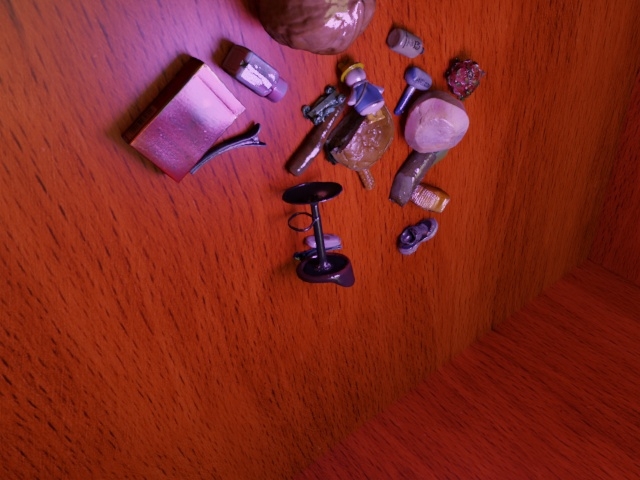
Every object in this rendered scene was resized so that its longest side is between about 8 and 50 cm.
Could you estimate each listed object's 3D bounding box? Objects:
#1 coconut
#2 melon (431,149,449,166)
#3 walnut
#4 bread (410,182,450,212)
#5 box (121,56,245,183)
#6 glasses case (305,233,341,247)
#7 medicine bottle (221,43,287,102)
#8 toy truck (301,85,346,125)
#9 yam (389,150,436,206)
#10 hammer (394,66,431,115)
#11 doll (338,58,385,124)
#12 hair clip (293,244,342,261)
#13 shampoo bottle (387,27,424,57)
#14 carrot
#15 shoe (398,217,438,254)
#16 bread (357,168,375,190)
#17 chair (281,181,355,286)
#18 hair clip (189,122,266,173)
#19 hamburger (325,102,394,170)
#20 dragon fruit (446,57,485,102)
[{"bbox_3d":[0.454,-0.469,2.023,0.259,0.259,0.259,-21,130,-28],"label":"coconut"},{"bbox_3d":[0.483,-0.347,2.268,0.262,0.053,0.114,-44,155,-1],"label":"melon"},{"bbox_3d":[-0.004,-0.667,1.416,0.306,0.344,0.306,-15,117,-32],"label":"walnut"},{"bbox_3d":[0.496,-0.198,2.302,0.190,0.132,0.114,13,110,-48],"label":"bread"},{"bbox_3d":[-0.396,-0.349,1.494,0.313,0.089,0.197,-48,135,-2],"label":"box"},{"bbox_3d":[0.012,0.001,2.090,0.164,0.063,0.041,-6,124,-36],"label":"glasses case"},{"bbox_3d":[-0.190,-0.498,1.538,0.188,0.119,0.094,25,101,-46],"label":"medicine bottle"},{"bbox_3d":[0.018,-0.462,1.772,0.154,0.080,0.078,-43,154,-7],"label":"toy truck"},{"bbox_3d":[0.386,-0.274,2.182,0.106,0.106,0.259,29,96,-47],"label":"yam"},{"bbox_3d":[0.347,-0.572,1.980,0.116,0.069,0.194,9,120,-43],"label":"hammer"},{"bbox_3d":[0.143,-0.519,1.746,0.135,0.241,0.099,-30,173,9],"label":"doll"},{"bbox_3d":[-0.004,0.046,2.122,0.229,0.070,0.039,-21,131,-37],"label":"hair clip"},{"bbox_3d":[0.320,-0.709,1.843,0.162,0.079,0.079,4,116,-41],"label":"shampoo bottle"},{"bbox_3d":[-0.001,-0.374,1.822,0.070,0.070,0.342,32,94,-47],"label":"carrot"},{"bbox_3d":[0.446,-0.039,2.393,0.227,0.099,0.125,-43,140,-1],"label":"shoe"},{"bbox_3d":[0.183,-0.266,2.061,0.052,0.044,0.157,-36,135,-6],"label":"bread"},{"bbox_3d":[0.000,0.000,1.905,0.226,0.226,0.401,-23,118,-26],"label":"chair"},{"bbox_3d":[-0.308,-0.294,1.647,0.275,0.048,0.083,-27,134,-16],"label":"hair clip"},{"bbox_3d":[0.164,-0.384,1.902,0.309,0.132,0.211,-53,133,-1],"label":"hamburger"},{"bbox_3d":[0.589,-0.653,2.081,0.137,0.135,0.236,-54,158,5],"label":"dragon fruit"}]
